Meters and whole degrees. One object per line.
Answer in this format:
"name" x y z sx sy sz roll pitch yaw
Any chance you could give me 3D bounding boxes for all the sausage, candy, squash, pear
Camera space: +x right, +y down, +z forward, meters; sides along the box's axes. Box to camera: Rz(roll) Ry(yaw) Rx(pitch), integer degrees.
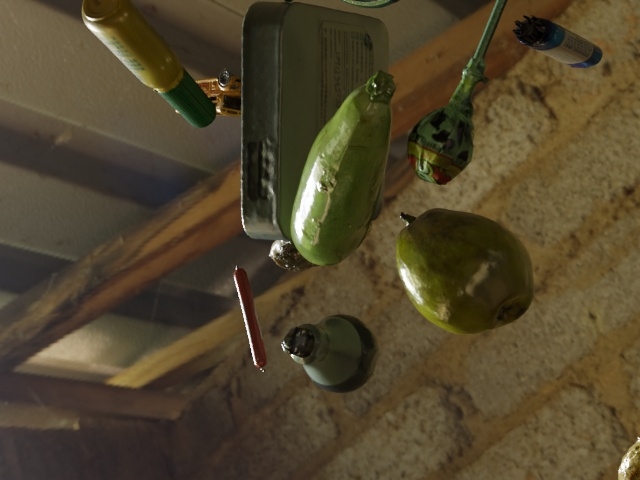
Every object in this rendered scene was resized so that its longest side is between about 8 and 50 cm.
"sausage" -0.158 0.175 1.851 0.034 0.253 0.034 -14 -15 -4
"candy" 0.195 -0.216 1.032 0.091 0.083 0.306 15 -82 -65
"squash" 0.029 -0.083 1.121 0.118 0.118 0.371 -13 -29 -19
"pear" 0.322 0.057 1.929 0.287 0.375 0.287 -39 -22 -19

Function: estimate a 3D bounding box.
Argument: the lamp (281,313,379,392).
"lamp" 0.026 0.231 1.841 0.182 0.182 0.314 -28 -34 3

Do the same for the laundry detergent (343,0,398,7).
"laundry detergent" 0.118 -0.396 1.079 0.222 0.144 0.078 -47 -52 -24

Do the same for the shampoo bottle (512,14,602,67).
"shampoo bottle" 0.400 -0.340 1.396 0.183 0.087 0.050 9 -79 -41

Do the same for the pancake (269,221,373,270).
"pancake" 0.001 0.001 1.984 0.282 0.049 0.282 -16 -22 -7

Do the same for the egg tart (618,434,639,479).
"egg tart" 0.780 0.509 1.691 0.120 0.315 0.315 -36 -20 -46

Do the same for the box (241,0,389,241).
"box" 0.001 -0.212 1.466 0.396 0.111 0.396 -14 -71 -58

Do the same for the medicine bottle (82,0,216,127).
"medicine bottle" -0.230 -0.245 1.147 0.064 0.095 0.260 -56 -36 -10

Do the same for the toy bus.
"toy bus" -0.182 -0.253 1.426 0.162 0.074 0.069 5 1 41
